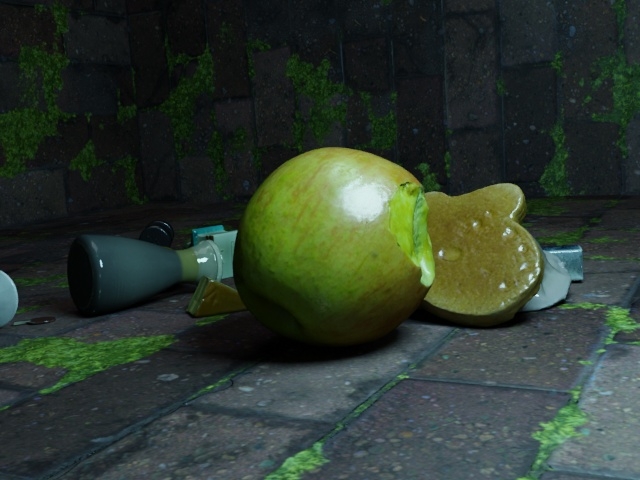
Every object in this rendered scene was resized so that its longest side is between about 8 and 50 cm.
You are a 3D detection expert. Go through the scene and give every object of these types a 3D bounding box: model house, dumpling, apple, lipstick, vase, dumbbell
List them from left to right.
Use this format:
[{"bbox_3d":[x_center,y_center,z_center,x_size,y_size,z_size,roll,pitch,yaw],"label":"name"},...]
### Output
[{"bbox_3d":[-0.383,0.063,1.830,0.321,0.173,0.173,-6,7,-38],"label":"vase"},{"bbox_3d":[-0.516,-0.008,2.590,0.100,0.100,0.191,-5,9,-6],"label":"dumbbell"},{"bbox_3d":[-0.278,0.029,2.122,0.100,0.127,0.149,-11,13,-41],"label":"model house"},{"bbox_3d":[0.020,0.020,1.370,0.339,0.340,0.339,-4,8,1],"label":"apple"},{"bbox_3d":[0.364,0.044,1.606,0.293,0.163,0.204,1,5,-15],"label":"dumpling"},{"bbox_3d":[0.417,0.056,1.784,0.289,0.076,0.077,-5,10,10],"label":"lipstick"}]

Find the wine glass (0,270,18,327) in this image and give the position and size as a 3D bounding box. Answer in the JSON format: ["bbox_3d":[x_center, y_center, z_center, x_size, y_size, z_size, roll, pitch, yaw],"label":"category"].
[{"bbox_3d":[-0.692,0.127,1.583,0.165,0.165,0.196,-2,0,11],"label":"wine glass"}]

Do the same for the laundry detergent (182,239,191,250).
[{"bbox_3d":[-0.350,0.021,2.446,0.137,0.063,0.211,-14,11,-21],"label":"laundry detergent"}]

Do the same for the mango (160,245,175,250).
[{"bbox_3d":[-0.399,0.070,2.016,0.130,0.092,0.195,-2,13,0],"label":"mango"}]

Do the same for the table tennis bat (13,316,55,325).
[{"bbox_3d":[-0.597,0.168,1.715,0.083,0.007,0.050,-5,8,-21],"label":"table tennis bat"}]

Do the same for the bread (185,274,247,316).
[{"bbox_3d":[-0.196,0.139,1.714,0.139,0.084,0.074,26,-5,-24],"label":"bread"}]

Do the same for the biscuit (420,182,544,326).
[{"bbox_3d":[0.274,0.012,1.533,0.343,0.287,0.057,29,-15,43],"label":"biscuit"}]
